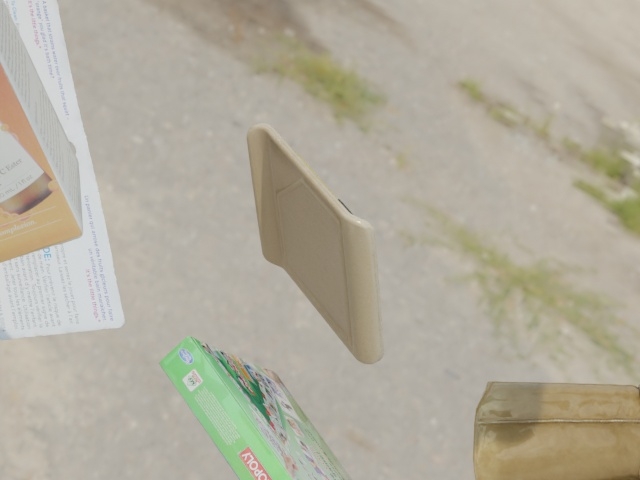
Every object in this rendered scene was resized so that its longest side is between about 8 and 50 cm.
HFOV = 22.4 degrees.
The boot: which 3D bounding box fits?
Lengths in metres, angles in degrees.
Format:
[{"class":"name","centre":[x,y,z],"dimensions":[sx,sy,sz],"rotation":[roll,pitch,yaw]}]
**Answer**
[{"class":"boot","centre":[0.307,0.168,1.809],"dimensions":[0.269,0.236,0.089],"rotation":[-4,-21,27]}]

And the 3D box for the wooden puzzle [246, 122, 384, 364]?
[{"class":"wooden puzzle","centre":[0.000,0.000,1.879],"dimensions":[0.044,0.221,0.238],"rotation":[-26,44,-21]}]

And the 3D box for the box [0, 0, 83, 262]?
[{"class":"box","centre":[-0.234,-0.070,0.974],"dimensions":[0.130,0.170,0.091],"rotation":[-20,34,2]}]

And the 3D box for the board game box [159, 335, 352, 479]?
[{"class":"board game box","centre":[-0.017,0.243,1.602],"dimensions":[0.317,0.046,0.213],"rotation":[52,9,25]}]

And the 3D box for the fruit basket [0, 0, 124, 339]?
[{"class":"fruit basket","centre":[-0.363,-0.057,1.349],"dimensions":[0.353,0.165,0.327],"rotation":[-4,69,-32]}]
